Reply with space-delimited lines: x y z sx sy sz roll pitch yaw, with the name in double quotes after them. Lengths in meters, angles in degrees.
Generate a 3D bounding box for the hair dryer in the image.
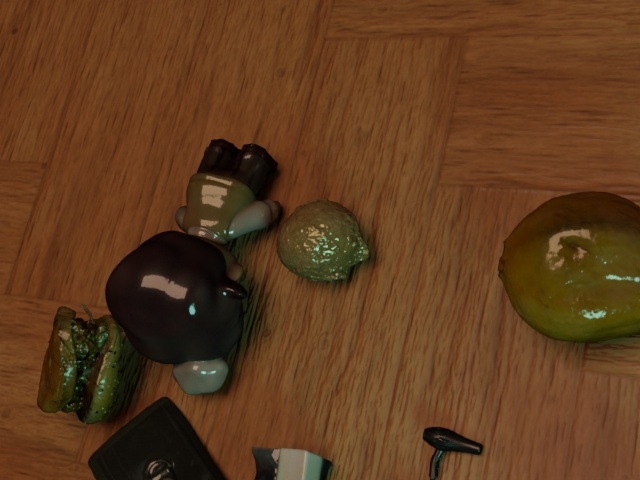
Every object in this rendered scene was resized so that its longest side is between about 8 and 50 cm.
0.167 0.293 1.374 0.079 0.031 0.083 15 90 21 "hair dryer"

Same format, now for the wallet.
-0.235 0.359 1.522 0.168 0.052 0.245 -42 56 0 "wallet"

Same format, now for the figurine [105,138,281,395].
-0.186 0.027 1.587 0.218 0.206 0.365 19 52 8 "figurine"

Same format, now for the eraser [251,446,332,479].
-0.063 0.481 1.357 0.096 0.098 0.403 -3 68 25 "eraser"

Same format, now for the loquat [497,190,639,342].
0.342 0.037 1.307 0.234 0.176 0.187 -1 110 6 "loquat"

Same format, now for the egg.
0.000 0.000 1.522 0.140 0.118 0.116 -10 22 31 "egg"

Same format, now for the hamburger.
-0.363 0.183 1.589 0.114 0.177 0.185 12 57 -15 "hamburger"
